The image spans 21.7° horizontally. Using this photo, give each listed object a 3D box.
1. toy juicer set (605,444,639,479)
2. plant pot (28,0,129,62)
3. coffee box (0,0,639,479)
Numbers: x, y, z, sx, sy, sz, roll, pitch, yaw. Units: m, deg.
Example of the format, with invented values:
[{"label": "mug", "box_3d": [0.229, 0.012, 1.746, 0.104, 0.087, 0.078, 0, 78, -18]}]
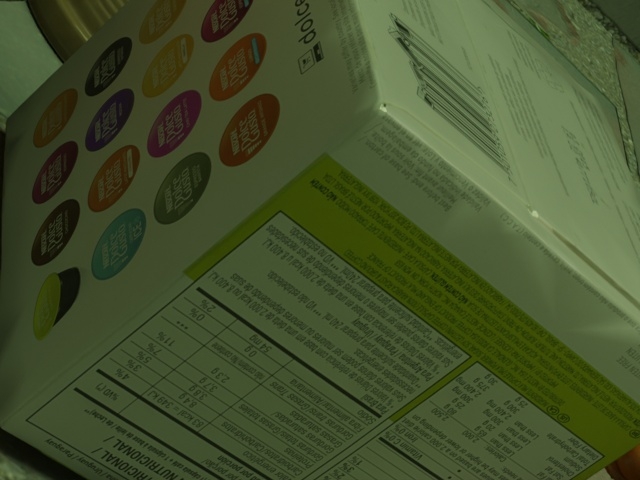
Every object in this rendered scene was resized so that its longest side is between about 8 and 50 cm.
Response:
[{"label": "toy juicer set", "box_3d": [0.262, 0.269, 1.320, 0.089, 0.209, 0.329, 48, 14, -24]}, {"label": "plant pot", "box_3d": [-0.141, -0.208, 1.496, 0.237, 0.109, 0.237, 38, 28, -24]}, {"label": "coffee box", "box_3d": [0.007, 0.001, 1.168, 0.338, 0.334, 0.338, 36, 26, -32]}]
